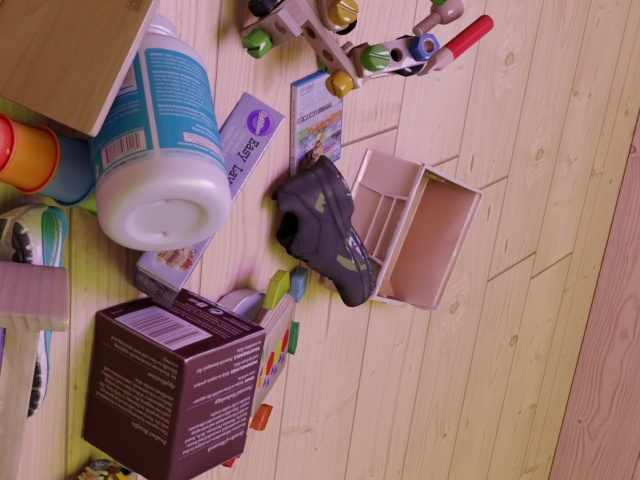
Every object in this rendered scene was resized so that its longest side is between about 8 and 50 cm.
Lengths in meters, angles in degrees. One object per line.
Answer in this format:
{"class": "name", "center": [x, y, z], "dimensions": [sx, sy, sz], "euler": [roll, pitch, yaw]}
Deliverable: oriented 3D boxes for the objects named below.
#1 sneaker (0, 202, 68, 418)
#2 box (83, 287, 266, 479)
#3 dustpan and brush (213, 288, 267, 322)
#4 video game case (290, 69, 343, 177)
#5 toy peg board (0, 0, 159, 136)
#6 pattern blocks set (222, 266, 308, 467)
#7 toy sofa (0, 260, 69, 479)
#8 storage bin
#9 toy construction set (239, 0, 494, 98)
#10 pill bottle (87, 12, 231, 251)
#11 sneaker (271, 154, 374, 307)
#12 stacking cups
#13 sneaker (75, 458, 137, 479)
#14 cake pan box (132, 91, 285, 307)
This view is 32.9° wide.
{"class": "sneaker", "center": [-0.340, 0.088, 1.283], "dimensions": [0.110, 0.107, 0.275], "euler": [-34, 140, -61]}
{"class": "box", "center": [-0.202, 0.198, 1.494], "dimensions": [0.167, 0.168, 0.203], "euler": [-17, 124, -53]}
{"class": "dustpan and brush", "center": [-0.138, 0.124, 1.649], "dimensions": [0.147, 0.060, 0.211], "euler": [-61, 149, -9]}
{"class": "video game case", "center": [-0.005, -0.184, 1.698], "dimensions": [0.119, 0.015, 0.166], "euler": [-33, 135, -44]}
{"class": "toy peg board", "center": [-0.263, -0.205, 1.163], "dimensions": [0.161, 0.160, 0.079], "euler": [-65, 165, -2]}
{"class": "pattern blocks set", "center": [-0.086, 0.180, 1.704], "dimensions": [0.325, 0.026, 0.285], "euler": [-44, 146, -69]}
{"class": "toy sofa", "center": [-0.380, 0.202, 1.163], "dimensions": [0.177, 0.150, 0.362], "euler": [8, 108, -16]}
{"class": "storage bin", "center": [0.148, -0.007, 1.944], "dimensions": [0.262, 0.123, 0.260], "euler": [15, 97, -59]}
{"class": "toy construction set", "center": [0.040, -0.275, 1.458], "dimensions": [0.237, 0.309, 0.257], "euler": [-42, 133, -28]}
{"class": "pill bottle", "center": [-0.190, -0.131, 1.222], "dimensions": [0.146, 0.146, 0.264], "euler": [48, 25, -57]}
{"class": "sneaker", "center": [0.000, 0.000, 1.735], "dimensions": [0.130, 0.109, 0.286], "euler": [-26, 124, -9]}
{"class": "stacking cups", "center": [-0.307, -0.089, 1.241], "dimensions": [0.316, 0.096, 0.096], "euler": [21, 92, -54]}
{"class": "sneaker", "center": [-0.325, 0.346, 1.510], "dimensions": [0.185, 0.069, 0.084], "euler": [10, 93, -65]}
{"class": "cake pan box", "center": [-0.149, -0.048, 1.393], "dimensions": [0.267, 0.070, 0.246], "euler": [-60, -173, -14]}
